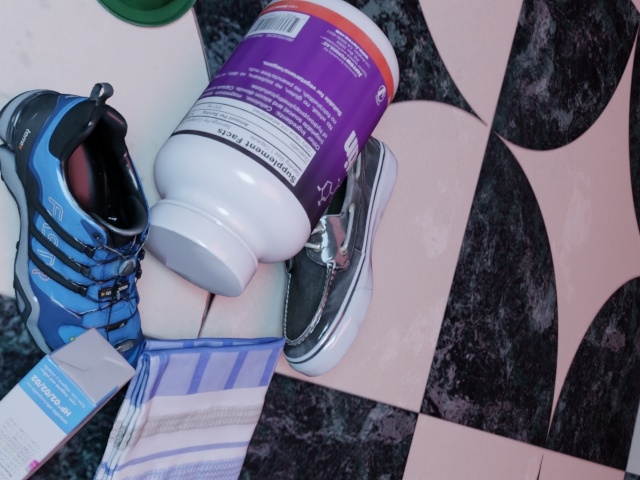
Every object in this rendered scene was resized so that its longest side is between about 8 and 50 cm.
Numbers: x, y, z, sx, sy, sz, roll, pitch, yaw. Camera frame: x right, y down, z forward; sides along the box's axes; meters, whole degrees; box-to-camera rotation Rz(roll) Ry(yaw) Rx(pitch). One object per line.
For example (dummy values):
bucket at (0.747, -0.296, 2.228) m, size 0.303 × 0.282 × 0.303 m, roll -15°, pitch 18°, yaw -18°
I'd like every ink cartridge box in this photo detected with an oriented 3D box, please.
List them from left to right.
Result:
ink cartridge box at (-0.258, 0.167, 0.704) m, size 0.181 × 0.104 × 0.061 m, roll -44°, pitch 90°, yaw 9°

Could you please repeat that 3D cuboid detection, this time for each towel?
towel at (-0.149, 0.236, 0.867) m, size 0.209 × 0.034 × 0.285 m, roll 7°, pitch 107°, yaw -50°

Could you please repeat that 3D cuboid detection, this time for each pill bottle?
pill bottle at (-0.056, -0.104, 0.871) m, size 0.181 × 0.181 × 0.323 m, roll 52°, pitch 59°, yaw -39°

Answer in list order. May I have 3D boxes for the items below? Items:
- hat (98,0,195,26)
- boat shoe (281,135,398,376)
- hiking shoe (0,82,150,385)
hat at (-0.126, -0.315, 0.761) m, size 0.173 × 0.184 × 0.208 m, roll -45°, pitch 126°, yaw -34°
boat shoe at (0.000, 0.000, 1.017) m, size 0.119 × 0.121 × 0.335 m, roll 35°, pitch 59°, yaw -37°
hiking shoe at (-0.215, 0.012, 0.744) m, size 0.113 × 0.132 × 0.304 m, roll -29°, pitch 116°, yaw -43°
